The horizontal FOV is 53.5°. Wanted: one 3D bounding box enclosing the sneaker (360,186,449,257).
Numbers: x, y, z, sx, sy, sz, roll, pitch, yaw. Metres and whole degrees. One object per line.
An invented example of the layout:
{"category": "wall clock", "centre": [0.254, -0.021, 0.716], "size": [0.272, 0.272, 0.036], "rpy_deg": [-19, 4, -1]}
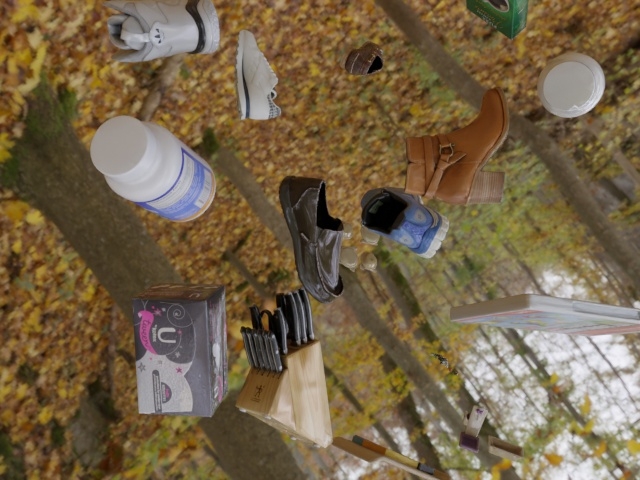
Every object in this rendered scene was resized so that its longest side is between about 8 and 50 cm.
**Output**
{"category": "sneaker", "centre": [0.158, -0.071, 1.435], "size": [0.130, 0.147, 0.330], "rpy_deg": [-62, -158, 5]}

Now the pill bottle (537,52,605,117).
{"category": "pill bottle", "centre": [0.435, -0.270, 1.102], "size": [0.108, 0.108, 0.193], "rpy_deg": [-40, 176, 28]}

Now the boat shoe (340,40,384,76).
{"category": "boat shoe", "centre": [0.112, -0.419, 1.491], "size": [0.207, 0.073, 0.073], "rpy_deg": [-46, 158, -57]}

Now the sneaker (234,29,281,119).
{"category": "sneaker", "centre": [-0.145, -0.370, 1.428], "size": [0.094, 0.235, 0.090], "rpy_deg": [-3, 158, -10]}

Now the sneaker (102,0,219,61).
{"category": "sneaker", "centre": [-0.374, -0.485, 1.394], "size": [0.210, 0.137, 0.366], "rpy_deg": [-14, -148, -24]}

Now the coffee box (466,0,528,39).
{"category": "coffee box", "centre": [0.289, -0.423, 1.044], "size": [0.040, 0.113, 0.184], "rpy_deg": [-44, 156, -3]}

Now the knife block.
{"category": "knife block", "centre": [-0.046, 0.231, 1.198], "size": [0.088, 0.275, 0.242], "rpy_deg": [3, -120, 41]}

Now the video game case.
{"category": "video game case", "centre": [0.380, 0.122, 1.004], "size": [0.285, 0.025, 0.204], "rpy_deg": [9, 166, -19]}

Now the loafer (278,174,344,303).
{"category": "loafer", "centre": [0.000, 0.000, 1.002], "size": [0.078, 0.220, 0.080], "rpy_deg": [-9, -159, 24]}

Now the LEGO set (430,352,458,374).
{"category": "LEGO set", "centre": [0.319, 0.309, 1.614], "size": [0.023, 0.083, 0.054], "rpy_deg": [-52, -173, -5]}

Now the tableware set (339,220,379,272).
{"category": "tableware set", "centre": [0.105, 0.013, 1.775], "size": [0.141, 0.169, 0.020], "rpy_deg": [15, 151, -27]}

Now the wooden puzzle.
{"category": "wooden puzzle", "centre": [0.175, 0.538, 1.578], "size": [0.221, 0.238, 0.044], "rpy_deg": [-8, -119, 63]}

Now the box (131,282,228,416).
{"category": "box", "centre": [-0.290, 0.224, 1.326], "size": [0.163, 0.247, 0.142], "rpy_deg": [1, -172, 6]}

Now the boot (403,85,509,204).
{"category": "boot", "centre": [0.208, -0.153, 0.983], "size": [0.073, 0.152, 0.197], "rpy_deg": [73, 24, -74]}

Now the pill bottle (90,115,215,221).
{"category": "pill bottle", "centre": [-0.318, -0.136, 1.217], "size": [0.152, 0.152, 0.272], "rpy_deg": [-39, 162, 3]}

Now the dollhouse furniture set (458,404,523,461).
{"category": "dollhouse furniture set", "centre": [0.325, 0.342, 1.174], "size": [0.091, 0.114, 0.081], "rpy_deg": [-47, 153, -66]}
